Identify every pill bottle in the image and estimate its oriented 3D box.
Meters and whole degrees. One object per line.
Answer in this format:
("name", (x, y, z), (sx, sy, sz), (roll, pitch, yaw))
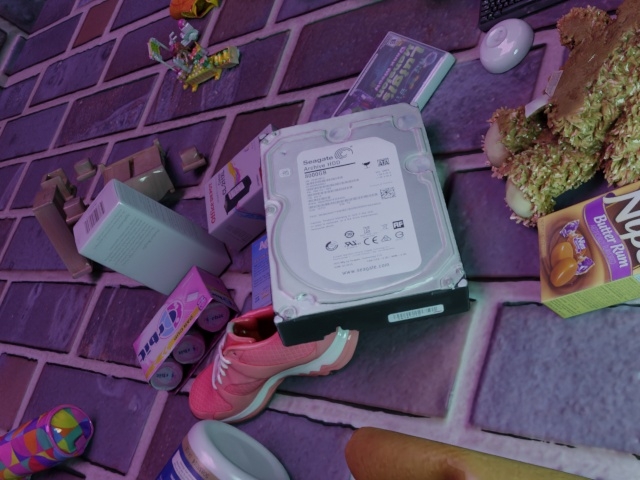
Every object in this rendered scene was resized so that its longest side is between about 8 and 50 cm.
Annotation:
("pill bottle", (-0.169, 0.376, 1.109), (0.264, 0.153, 0.153), (-55, 36, 5))

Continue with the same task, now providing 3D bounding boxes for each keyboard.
("keyboard", (0.298, -0.363, 1.201), (0.180, 0.023, 0.108), (-12, 56, 44))

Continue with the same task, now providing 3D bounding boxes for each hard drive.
("hard drive", (0.045, -0.035, 1.132), (0.237, 0.064, 0.339), (-11, 48, 5))

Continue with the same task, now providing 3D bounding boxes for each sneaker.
("sneaker", (-0.098, 0.151, 1.202), (0.314, 0.136, 0.116), (-34, 41, 31))
("sneaker", (-0.300, -0.546, 2.015), (0.175, 0.064, 0.067), (-13, 66, 48))

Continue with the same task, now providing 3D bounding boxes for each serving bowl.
("serving bowl", (0.250, -0.272, 1.187), (0.083, 0.027, 0.083), (-30, 44, 33))

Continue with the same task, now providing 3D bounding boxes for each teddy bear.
("teddy bear", (0.319, -0.158, 0.977), (0.338, 0.113, 0.245), (-56, 28, 17))

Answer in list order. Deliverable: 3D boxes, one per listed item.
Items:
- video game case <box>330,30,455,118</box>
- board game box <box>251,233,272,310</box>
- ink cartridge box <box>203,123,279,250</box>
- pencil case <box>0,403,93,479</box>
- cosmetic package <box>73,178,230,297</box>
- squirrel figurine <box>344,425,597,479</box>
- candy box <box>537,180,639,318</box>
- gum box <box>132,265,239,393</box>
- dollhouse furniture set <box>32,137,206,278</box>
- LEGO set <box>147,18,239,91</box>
("video game case", (0.101, -0.224, 1.335), (0.190, 0.022, 0.173), (-55, 36, 4))
("board game box", (0.000, 0.000, 1.289), (0.281, 0.027, 0.145), (-33, 44, 31))
("ink cartridge box", (-0.110, -0.087, 1.443), (0.175, 0.072, 0.127), (-39, 41, 24))
("pencil case", (-0.513, 0.374, 1.574), (0.236, 0.104, 0.104), (-30, 44, 36))
("cosmetic package", (-0.277, 0.007, 1.438), (0.117, 0.231, 0.085), (-48, 37, 14))
("squirrel figurine", (0.189, 0.361, 0.606), (0.397, 0.281, 0.370), (-2, 70, 52))
("candy box", (0.317, 0.002, 0.889), (0.187, 0.053, 0.109), (-23, 48, 38))
("gum box", (-0.225, 0.149, 1.418), (0.188, 0.062, 0.107), (-51, 36, 10))
("dollhouse furniture set", (-0.393, -0.089, 1.814), (0.355, 0.174, 0.303), (-24, 26, -2))
("LEGO set", (-0.288, -0.400, 1.853), (0.132, 0.107, 0.287), (-56, 36, 3))
